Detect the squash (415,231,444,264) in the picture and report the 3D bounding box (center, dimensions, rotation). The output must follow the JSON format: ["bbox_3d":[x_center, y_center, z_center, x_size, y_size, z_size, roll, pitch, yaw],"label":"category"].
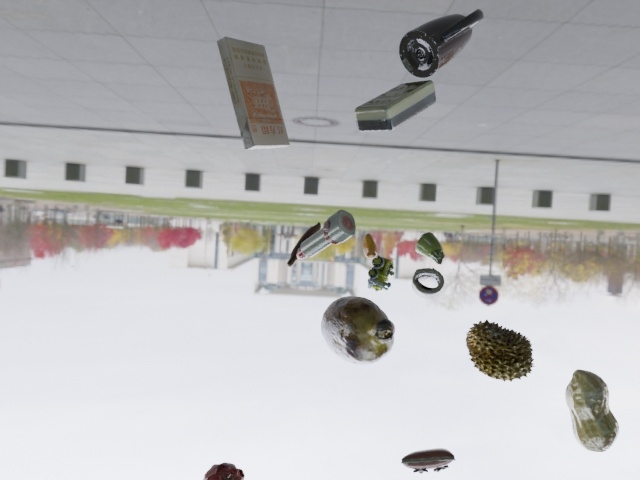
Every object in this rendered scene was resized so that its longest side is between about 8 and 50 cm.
[{"bbox_3d":[0.464,0.041,2.135,0.105,0.105,0.132,2,-151,-37],"label":"squash"}]

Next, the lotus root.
[{"bbox_3d":[0.087,0.214,1.257,0.141,0.169,0.314,-39,-178,-18],"label":"lotus root"}]

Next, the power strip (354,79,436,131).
[{"bbox_3d":[0.199,-0.350,1.356,0.105,0.070,0.256,8,-148,39],"label":"power strip"}]

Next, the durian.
[{"bbox_3d":[0.618,0.373,1.818,0.249,0.138,0.183,20,-138,23],"label":"durian"}]

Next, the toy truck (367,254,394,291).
[{"bbox_3d":[0.187,0.108,1.624,0.077,0.111,0.076,16,156,13],"label":"toy truck"}]

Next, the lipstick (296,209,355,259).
[{"bbox_3d":[-0.001,0.000,1.221,0.057,0.063,0.186,23,140,-32],"label":"lipstick"}]

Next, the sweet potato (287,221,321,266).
[{"bbox_3d":[-0.067,0.014,2.137,0.057,0.057,0.264,4,-135,39],"label":"sweet potato"}]

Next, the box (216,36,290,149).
[{"bbox_3d":[-0.222,-0.488,1.780,0.051,0.365,0.204,-13,-178,34],"label":"box"}]

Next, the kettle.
[{"bbox_3d":[0.375,-0.618,1.594,0.232,0.144,0.202,-41,-175,-30],"label":"kettle"}]

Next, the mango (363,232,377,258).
[{"bbox_3d":[0.169,0.018,1.807,0.046,0.089,0.060,-2,167,-14],"label":"mango"}]

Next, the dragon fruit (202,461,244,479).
[{"bbox_3d":[-0.280,0.698,1.497,0.133,0.136,0.166,-9,173,-17],"label":"dragon fruit"}]

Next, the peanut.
[{"bbox_3d":[0.596,0.378,1.161,0.090,0.214,0.098,-22,-164,0],"label":"peanut"}]

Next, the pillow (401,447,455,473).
[{"bbox_3d":[0.363,0.750,1.792,0.179,0.075,0.171,-9,158,6],"label":"pillow"}]

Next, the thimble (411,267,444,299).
[{"bbox_3d":[0.388,0.157,1.895,0.115,0.102,0.090,30,167,21],"label":"thimble"}]
